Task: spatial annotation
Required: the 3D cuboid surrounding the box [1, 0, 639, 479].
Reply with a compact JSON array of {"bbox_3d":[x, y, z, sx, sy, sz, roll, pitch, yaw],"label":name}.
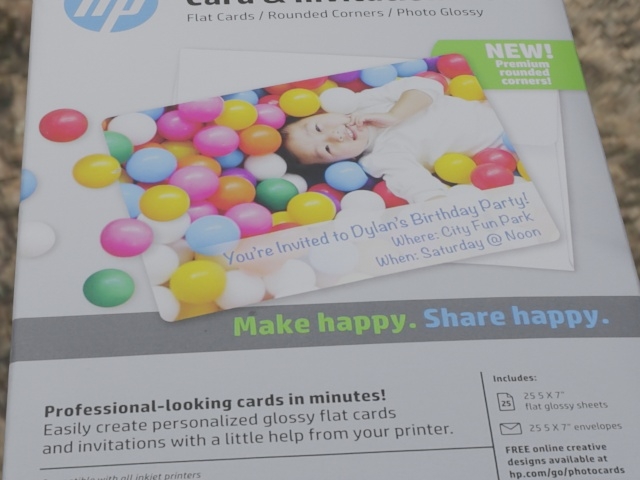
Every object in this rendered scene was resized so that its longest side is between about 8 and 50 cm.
[{"bbox_3d":[0.000,0.000,0.409,0.145,0.038,0.186,-1,47,-4],"label":"box"}]
